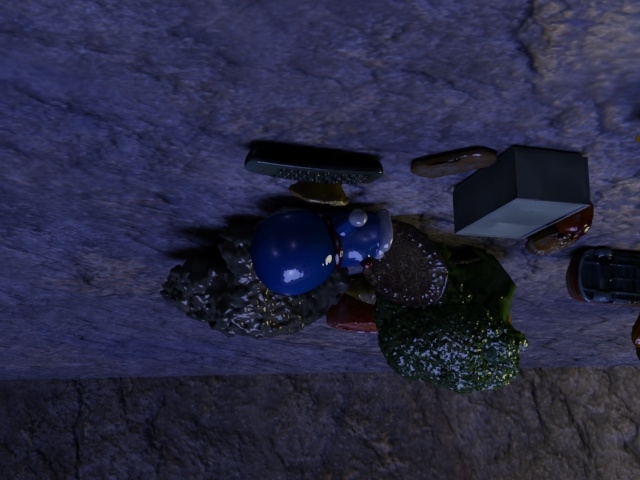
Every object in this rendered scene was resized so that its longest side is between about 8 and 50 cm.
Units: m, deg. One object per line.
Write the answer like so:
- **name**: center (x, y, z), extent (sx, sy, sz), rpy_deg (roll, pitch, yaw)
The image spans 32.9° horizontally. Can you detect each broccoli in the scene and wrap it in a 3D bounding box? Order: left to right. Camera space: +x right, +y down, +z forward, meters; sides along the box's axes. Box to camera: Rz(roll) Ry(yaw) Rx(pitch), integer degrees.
- **broccoli**: center (0.263, 0.161, 2.236), extent (0.310, 0.321, 0.413), rpy_deg (-12, 145, 13)

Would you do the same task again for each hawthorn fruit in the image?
- **hawthorn fruit**: center (0.439, -0.043, 1.876), extent (0.077, 0.077, 0.077), rpy_deg (0, 165, 0)

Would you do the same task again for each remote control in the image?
- **remote control**: center (-0.009, -0.115, 1.676), extent (0.222, 0.042, 0.072), rpy_deg (5, 166, -22)

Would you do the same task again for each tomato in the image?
- **tomato**: center (0.123, 0.169, 2.624), extent (0.236, 0.095, 0.237), rpy_deg (0, 169, 0)

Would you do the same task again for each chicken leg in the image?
- **chicken leg**: center (0.091, 0.113, 2.481), extent (0.178, 0.070, 0.093), rpy_deg (-1, 173, 33)

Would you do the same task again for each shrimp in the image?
- **shrimp**: center (0.461, -0.001, 2.089), extent (0.099, 0.041, 0.180), rpy_deg (2, 164, -11)

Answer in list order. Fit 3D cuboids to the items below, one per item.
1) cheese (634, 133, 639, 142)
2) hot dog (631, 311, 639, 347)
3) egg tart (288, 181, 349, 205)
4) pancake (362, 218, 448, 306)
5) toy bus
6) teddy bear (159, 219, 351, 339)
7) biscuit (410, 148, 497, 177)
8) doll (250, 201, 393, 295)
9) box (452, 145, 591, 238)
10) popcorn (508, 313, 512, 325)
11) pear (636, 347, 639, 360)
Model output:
- **cheese**: center (0.577, -0.141, 1.517), extent (0.270, 0.069, 0.177), rpy_deg (3, 164, -12)
- **hot dog**: center (0.729, 0.115, 2.179), extent (0.115, 0.269, 0.072), rpy_deg (34, -170, -7)
- **egg tart**: center (0.000, -0.084, 1.752), extent (0.105, 0.039, 0.105), rpy_deg (12, -170, -2)
- **pancake**: center (0.152, 0.044, 2.051), extent (0.199, 0.199, 0.021), rpy_deg (-14, -160, 42)
- **toy bus**: center (0.636, 0.084, 2.270), extent (0.265, 0.121, 0.120), rpy_deg (5, 174, -16)
- **teddy bear**: center (-0.175, 0.084, 2.203), extent (0.367, 0.224, 0.357), rpy_deg (7, 174, 40)
- **biscuit**: center (0.207, -0.120, 1.698), extent (0.147, 0.018, 0.071), rpy_deg (-12, 163, 33)
- **doll**: center (0.000, 0.000, 1.941), extent (0.257, 0.161, 0.215), rpy_deg (-12, 155, -17)
- **box**: center (0.319, -0.072, 1.747), extent (0.129, 0.086, 0.225), rpy_deg (4, 164, -17)
- **popcorn**: center (0.378, 0.243, 2.716), extent (0.191, 0.190, 0.253), rpy_deg (8, 168, -3)
- **pear**: center (0.932, 0.239, 2.614), extent (0.336, 0.285, 0.285), rpy_deg (-42, 158, 2)
